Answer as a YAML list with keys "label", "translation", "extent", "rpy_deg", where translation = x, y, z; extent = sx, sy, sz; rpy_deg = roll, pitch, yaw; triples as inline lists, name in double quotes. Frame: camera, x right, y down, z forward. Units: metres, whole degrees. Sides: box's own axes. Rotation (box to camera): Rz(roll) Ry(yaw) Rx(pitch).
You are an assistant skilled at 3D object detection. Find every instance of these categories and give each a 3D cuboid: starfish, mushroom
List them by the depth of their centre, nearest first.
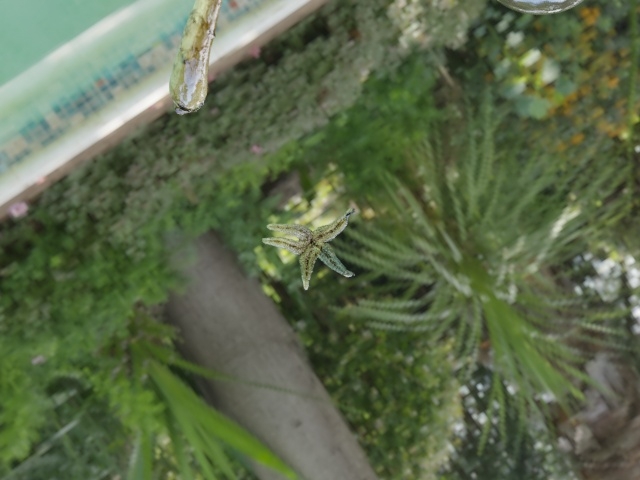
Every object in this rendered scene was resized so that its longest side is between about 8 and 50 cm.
- label: "mushroom"
  translation: [-0.111, -0.325, 1.477]
  extent: [0.207, 0.302, 0.233]
  rpy_deg: [-7, -175, -3]
- label: "starfish"
  translation: [0.000, 0.003, 1.612]
  extent: [0.130, 0.133, 0.041]
  rpy_deg: [-42, 178, -16]

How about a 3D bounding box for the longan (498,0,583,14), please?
- label: "longan"
  translation: [0.306, -0.393, 1.560]
  extent: [0.204, 0.185, 0.159]
  rpy_deg: [-13, 150, -27]
